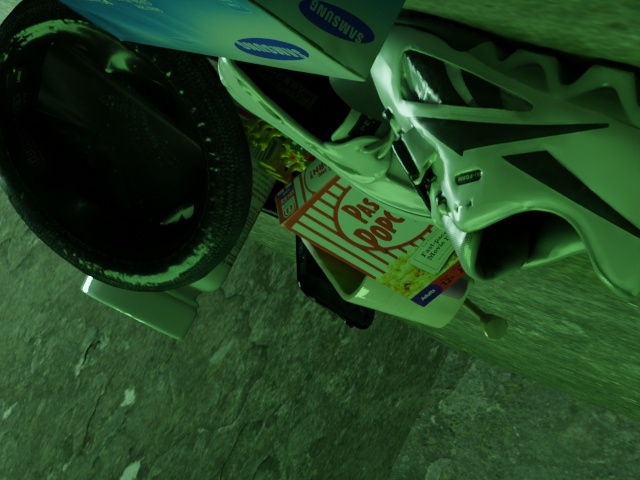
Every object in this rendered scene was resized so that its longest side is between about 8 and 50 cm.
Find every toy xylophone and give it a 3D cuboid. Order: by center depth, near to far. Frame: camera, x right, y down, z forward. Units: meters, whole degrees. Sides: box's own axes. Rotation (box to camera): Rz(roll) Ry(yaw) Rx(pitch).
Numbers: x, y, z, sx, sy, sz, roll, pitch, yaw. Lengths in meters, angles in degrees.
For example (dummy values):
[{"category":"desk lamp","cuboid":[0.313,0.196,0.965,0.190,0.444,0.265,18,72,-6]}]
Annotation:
[{"category":"toy xylophone","cuboid":[0.090,0.017,1.528,0.236,0.081,0.323,16,-165,-28]}]

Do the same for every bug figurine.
[{"category":"bug figurine","cuboid":[0.042,-0.072,1.380,0.279,0.072,0.216,28,171,33]}]

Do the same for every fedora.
[{"category":"fedora","cuboid":[-0.189,-0.118,1.368,0.334,0.334,0.152,25,-152,16]}]

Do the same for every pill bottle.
[{"category":"pill bottle","cuboid":[-0.157,-0.038,1.535,0.160,0.283,0.160,27,175,3]}]

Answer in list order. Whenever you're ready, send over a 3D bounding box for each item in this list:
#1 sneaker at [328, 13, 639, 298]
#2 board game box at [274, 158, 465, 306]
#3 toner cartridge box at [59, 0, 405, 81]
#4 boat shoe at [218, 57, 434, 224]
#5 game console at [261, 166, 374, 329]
[{"category":"sneaker","cuboid":[0.100,-0.055,0.872,0.122,0.146,0.330,30,176,-42]},{"category":"board game box","cuboid":[0.077,-0.031,1.229,0.193,0.147,0.045,30,-149,-32]},{"category":"toner cartridge box","cuboid":[-0.109,-0.195,0.900,0.165,0.075,0.348,29,174,-35]},{"category":"boat shoe","cuboid":[0.035,-0.099,1.080,0.267,0.096,0.088,35,180,2]},{"category":"game console","cuboid":[0.000,0.000,1.680,0.213,0.044,0.361,24,-159,-12]}]
